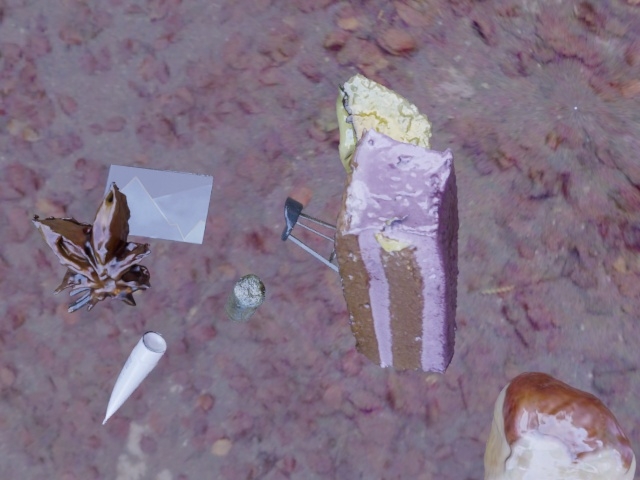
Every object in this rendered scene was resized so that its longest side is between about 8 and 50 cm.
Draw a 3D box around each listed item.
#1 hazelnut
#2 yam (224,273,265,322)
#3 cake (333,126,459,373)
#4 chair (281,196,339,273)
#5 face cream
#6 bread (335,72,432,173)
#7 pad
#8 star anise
[{"bbox_3d":[0.378,0.356,1.422,0.261,0.241,0.261,1,92,30],"label":"hazelnut"},{"bbox_3d":[-0.171,0.135,1.916,0.078,0.179,0.078,5,67,-13],"label":"yam"},{"bbox_3d":[0.078,0.041,0.865,0.115,0.113,0.295,8,133,18],"label":"cake"},{"bbox_3d":[0.001,-0.001,1.843,0.221,0.104,0.095,31,107,-7],"label":"chair"},{"bbox_3d":[-0.401,0.288,1.803,0.058,0.092,0.244,29,122,-15],"label":"face cream"},{"bbox_3d":[0.112,-0.162,1.519,0.162,0.204,0.262,-13,87,-6],"label":"bread"},{"bbox_3d":[-0.372,-0.083,1.914,0.243,0.004,0.164,7,76,1],"label":"pad"},{"bbox_3d":[-0.421,0.040,1.567,0.237,0.148,0.346,22,138,-8],"label":"star anise"}]
